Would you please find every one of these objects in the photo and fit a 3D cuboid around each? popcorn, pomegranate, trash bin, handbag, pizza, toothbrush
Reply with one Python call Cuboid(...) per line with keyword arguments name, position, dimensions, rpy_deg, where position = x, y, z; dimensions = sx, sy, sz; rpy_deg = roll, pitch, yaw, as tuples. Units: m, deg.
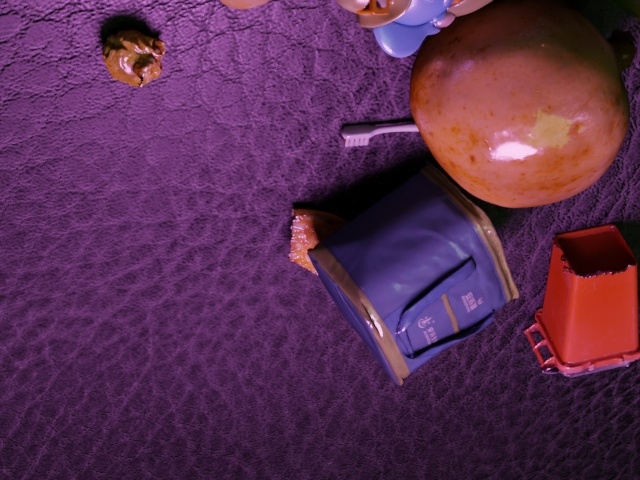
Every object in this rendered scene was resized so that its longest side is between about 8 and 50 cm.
Cuboid(name="popcorn", position=(-0.235, -0.225, 1.594), dimensions=(0.084, 0.084, 0.084), rpy_deg=(-9, 138, -8))
Cuboid(name="pomegranate", position=(0.260, -0.185, 1.660), dimensions=(0.307, 0.307, 0.307), rpy_deg=(-9, 138, -8))
Cuboid(name="trash bin", position=(0.446, 0.102, 2.120), dimensions=(0.184, 0.161, 0.239), rpy_deg=(-13, 131, -4))
Cuboid(name="handbag", position=(0.143, 0.054, 1.885), dimensions=(0.241, 0.222, 0.263), rpy_deg=(-36, 137, -4))
Cuboid(name="pizza", position=(0.000, 0.000, 1.944), dimensions=(0.160, 0.036, 0.099), rpy_deg=(27, 115, -37))
Cuboid(name="toothbrush", position=(0.197, -0.167, 1.833), dimensions=(0.342, 0.025, 0.030), rpy_deg=(-7, 145, -10))

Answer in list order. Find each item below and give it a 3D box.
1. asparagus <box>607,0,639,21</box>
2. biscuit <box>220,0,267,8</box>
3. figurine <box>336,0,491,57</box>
Cuboid(name="asparagus", position=(0.435, -0.349, 1.653), dimensions=(0.382, 0.108, 0.128), rpy_deg=(20, 126, -36))
Cuboid(name="biscuit", position=(-0.041, -0.370, 1.535), dimensions=(0.234, 0.030, 0.153), rpy_deg=(-39, 132, 24))
Cuboid(name="figurine", position=(0.131, -0.346, 1.531), dimensions=(0.262, 0.154, 0.180), rpy_deg=(-30, 140, -23))
